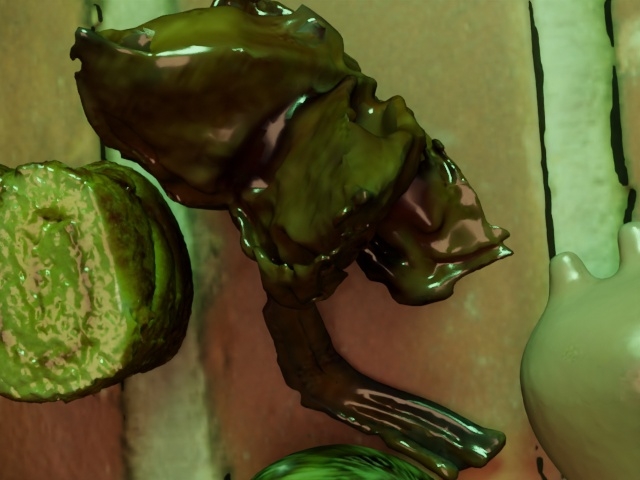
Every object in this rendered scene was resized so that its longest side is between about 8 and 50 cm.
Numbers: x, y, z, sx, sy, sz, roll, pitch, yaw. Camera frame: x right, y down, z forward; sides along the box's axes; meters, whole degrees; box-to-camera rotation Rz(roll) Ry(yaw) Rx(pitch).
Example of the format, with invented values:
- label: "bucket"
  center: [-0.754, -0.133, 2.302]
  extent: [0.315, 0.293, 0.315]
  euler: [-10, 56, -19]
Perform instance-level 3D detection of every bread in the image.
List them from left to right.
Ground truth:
- label: "bread"
  center: [-0.127, 0.015, 0.771]
  extent: [0.103, 0.172, 0.132]
  euler: [-12, 90, 5]

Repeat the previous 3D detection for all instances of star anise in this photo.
- label: "star anise"
  center: [0.011, -0.004, 0.756]
  extent: [0.148, 0.237, 0.346]
  euler: [-31, 121, 2]

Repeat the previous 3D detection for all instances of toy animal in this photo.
- label: "toy animal"
  center: [0.197, 0.112, 0.772]
  extent: [0.165, 0.149, 0.248]
  euler: [-27, 79, 16]

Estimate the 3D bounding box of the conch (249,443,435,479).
- label: "conch"
  center: [0.011, 0.195, 0.773]
  extent: [0.187, 0.124, 0.181]
  euler: [-25, 112, -38]
